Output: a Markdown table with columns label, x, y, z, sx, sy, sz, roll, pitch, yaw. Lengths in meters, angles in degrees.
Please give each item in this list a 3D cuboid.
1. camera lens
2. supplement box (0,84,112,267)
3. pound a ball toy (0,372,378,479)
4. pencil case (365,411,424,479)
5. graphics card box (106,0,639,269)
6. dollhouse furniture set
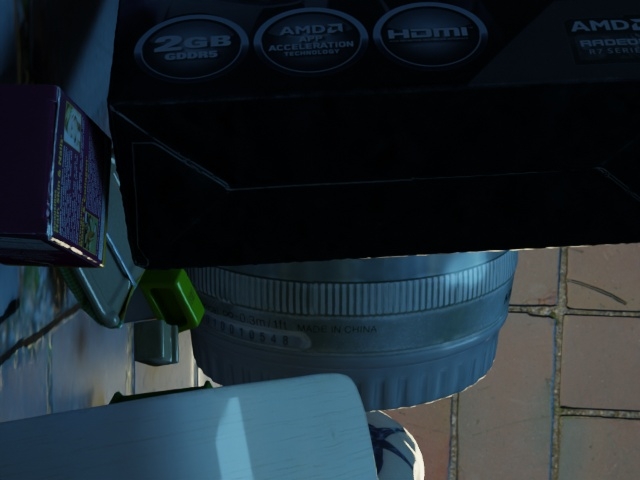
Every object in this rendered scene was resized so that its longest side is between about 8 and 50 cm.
| label | x | y | z | sx | sy | sz | roll | pitch | yaw |
| --- | --- | --- | --- | --- | --- | --- | --- | --- | --- |
| camera lens | 0.015 | -0.058 | 0.877 | 0.219 | 0.219 | 0.274 | -72 | 163 | -72 |
| supplement box | -0.107 | -0.021 | 0.516 | 0.083 | 0.043 | 0.055 | 67 | 26 | -80 |
| pound a ball toy | -0.078 | 0.219 | 0.481 | 0.136 | 0.208 | 0.319 | 1 | 78 | -58 |
| pencil case | 0.005 | 0.314 | 1.251 | 0.410 | 0.160 | 0.183 | -79 | 179 | -57 |
| graphics card box | 0.027 | -0.144 | 0.674 | 0.371 | 0.233 | 0.094 | -93 | -179 | -47 |
| dollhouse furniture set | -0.104 | 0.034 | 0.683 | 0.076 | 0.059 | 0.151 | -69 | 143 | -52 |
